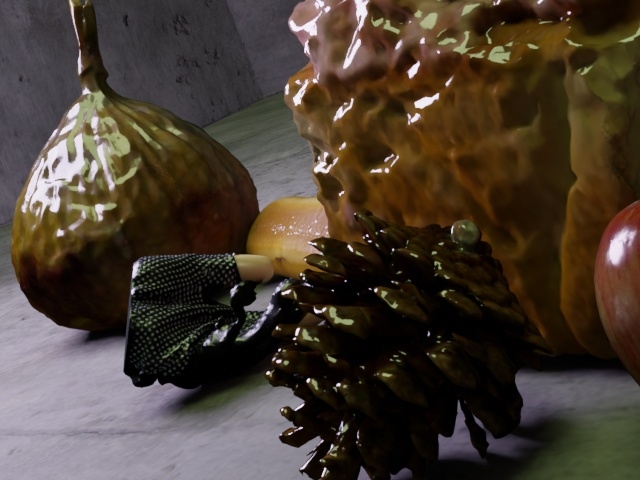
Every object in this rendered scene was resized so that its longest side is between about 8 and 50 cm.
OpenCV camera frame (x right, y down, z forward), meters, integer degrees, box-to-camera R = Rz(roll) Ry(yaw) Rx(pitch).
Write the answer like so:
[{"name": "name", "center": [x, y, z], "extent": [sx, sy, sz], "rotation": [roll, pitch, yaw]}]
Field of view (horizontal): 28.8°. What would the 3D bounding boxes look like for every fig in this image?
[{"name": "fig", "center": [-0.234, -0.094, 1.418], "extent": [0.286, 0.368, 0.286], "rotation": [-17, 2, 1]}]

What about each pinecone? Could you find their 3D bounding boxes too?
[{"name": "pinecone", "center": [0.044, 0.066, 0.713], "extent": [0.174, 0.173, 0.173], "rotation": [-21, 12, 4]}]

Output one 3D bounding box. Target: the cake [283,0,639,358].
[{"name": "cake", "center": [0.179, -0.098, 0.866], "extent": [0.307, 0.293, 0.314], "rotation": [-32, 22, -33]}]

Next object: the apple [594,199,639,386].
[{"name": "apple", "center": [0.214, 0.029, 0.614], "extent": [0.146, 0.130, 0.146], "rotation": [-19, -2, -1]}]

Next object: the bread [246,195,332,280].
[{"name": "bread", "center": [0.000, 0.000, 1.248], "extent": [0.092, 0.074, 0.239], "rotation": [-65, 22, -8]}]

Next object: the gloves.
[{"name": "gloves", "center": [-0.074, 0.071, 1.070], "extent": [0.181, 0.106, 0.129], "rotation": [6, 10, -9]}]
